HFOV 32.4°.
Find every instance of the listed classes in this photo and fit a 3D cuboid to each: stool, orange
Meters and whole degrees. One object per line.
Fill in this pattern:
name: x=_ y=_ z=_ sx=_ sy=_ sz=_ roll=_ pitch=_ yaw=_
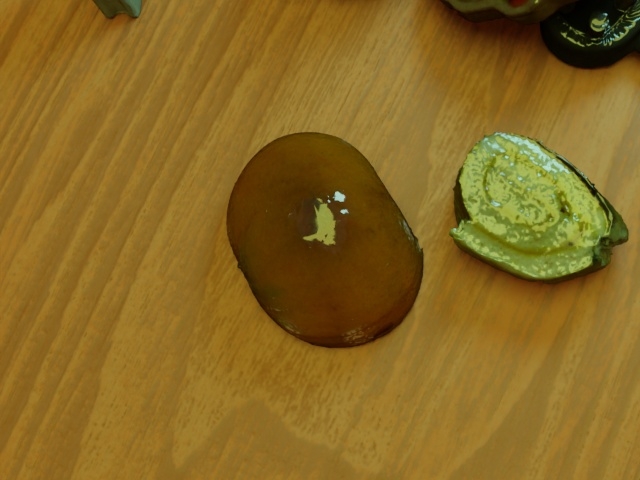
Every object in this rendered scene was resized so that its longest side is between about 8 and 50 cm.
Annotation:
stool: x=0.424 y=-0.344 z=1.608 sx=0.228 sy=0.139 sz=0.153 roll=0 pitch=78 yaw=10
orange: x=0.004 y=-0.001 z=1.610 sx=0.274 sy=0.274 sz=0.310 roll=-24 pitch=106 yaw=2

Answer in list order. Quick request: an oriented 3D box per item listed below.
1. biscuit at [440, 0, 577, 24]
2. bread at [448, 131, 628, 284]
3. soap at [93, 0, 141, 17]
biscuit: x=0.307 y=-0.474 z=1.596 sx=0.381 sy=0.074 sz=0.359 roll=34 pitch=89 yaw=44
bread: x=0.303 y=-0.032 z=1.563 sx=0.257 sy=0.124 sz=0.186 roll=31 pitch=89 yaw=12
soap: x=-0.332 y=-0.432 z=1.696 sx=0.063 sy=0.198 sz=0.114 roll=1 pitch=79 yaw=9
